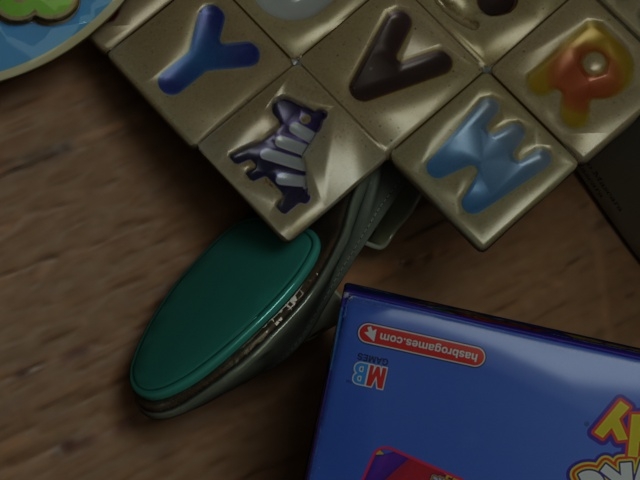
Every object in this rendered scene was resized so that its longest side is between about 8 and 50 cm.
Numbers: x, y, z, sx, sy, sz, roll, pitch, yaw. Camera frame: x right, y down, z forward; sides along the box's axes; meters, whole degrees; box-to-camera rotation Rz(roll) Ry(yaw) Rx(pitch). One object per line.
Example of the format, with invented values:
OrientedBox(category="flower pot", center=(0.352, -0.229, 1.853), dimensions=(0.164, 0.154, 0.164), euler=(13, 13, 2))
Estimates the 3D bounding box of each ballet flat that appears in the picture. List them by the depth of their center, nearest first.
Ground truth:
OrientedBox(category="ballet flat", center=(0.000, 0.000, 0.713), dimensions=(0.068, 0.072, 0.213), euler=(46, 70, -39))

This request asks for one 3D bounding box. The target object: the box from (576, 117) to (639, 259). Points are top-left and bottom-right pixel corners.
OrientedBox(category="box", center=(0.221, -0.049, 0.682), dimensions=(0.094, 0.275, 0.113), euler=(-39, 95, -19))

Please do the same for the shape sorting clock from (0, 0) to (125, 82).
OrientedBox(category="shape sorting clock", center=(-0.161, -0.164, 0.669), dimensions=(0.206, 0.040, 0.206), euler=(0, 88, -1))

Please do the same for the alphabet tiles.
OrientedBox(category="alphabet tiles", center=(0.055, -0.168, 0.716), dimensions=(0.342, 0.011, 0.285), euler=(-41, 77, -11))

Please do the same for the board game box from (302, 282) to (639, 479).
OrientedBox(category="board game box", center=(0.152, 0.168, 0.651), dimensions=(0.347, 0.078, 0.233), euler=(13, 91, 0))
